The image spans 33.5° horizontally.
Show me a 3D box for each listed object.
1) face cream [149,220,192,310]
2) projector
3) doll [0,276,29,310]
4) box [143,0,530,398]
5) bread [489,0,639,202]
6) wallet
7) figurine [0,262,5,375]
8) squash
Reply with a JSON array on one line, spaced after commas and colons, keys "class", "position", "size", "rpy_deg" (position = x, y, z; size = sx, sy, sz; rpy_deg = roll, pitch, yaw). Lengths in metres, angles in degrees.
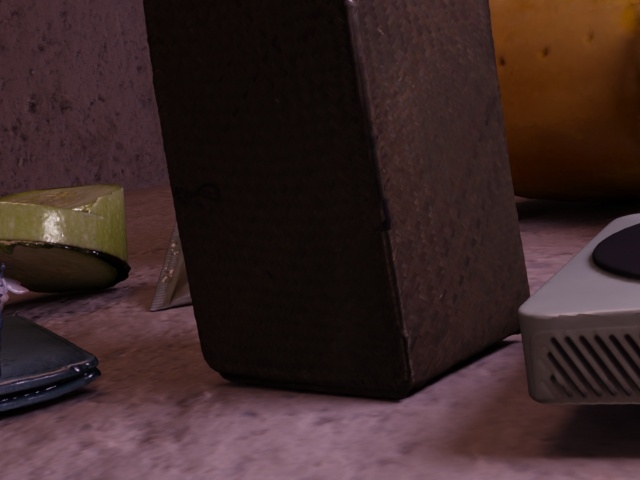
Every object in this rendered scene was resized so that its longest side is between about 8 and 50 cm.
[{"class": "face cream", "position": [0.000, 0.000, 1.057], "size": [0.341, 0.084, 0.137], "rpy_deg": [-8, 42, 15]}, {"class": "projector", "position": [0.258, 0.027, 0.538], "size": [0.257, 0.079, 0.259], "rpy_deg": [-6, 8, 28]}, {"class": "doll", "position": [-0.374, 0.053, 1.118], "size": [0.127, 0.084, 0.073], "rpy_deg": [-24, 16, -37]}, {"class": "box", "position": [0.010, -0.051, 0.692], "size": [0.184, 0.273, 0.143], "rpy_deg": [-2, 11, 43]}, {"class": "bread", "position": [0.326, -0.162, 1.246], "size": [0.361, 0.250, 0.394], "rpy_deg": [14, -13, -43]}, {"class": "wallet", "position": [-0.333, 0.109, 0.783], "size": [0.290, 0.054, 0.251], "rpy_deg": [-8, 10, -27]}, {"class": "figurine", "position": [-0.363, 0.061, 0.507], "size": [0.388, 0.248, 0.276], "rpy_deg": [1, 18, -2]}, {"class": "squash", "position": [-0.322, -0.017, 1.191], "size": [0.220, 0.133, 0.220], "rpy_deg": [1, -8, 0]}]
